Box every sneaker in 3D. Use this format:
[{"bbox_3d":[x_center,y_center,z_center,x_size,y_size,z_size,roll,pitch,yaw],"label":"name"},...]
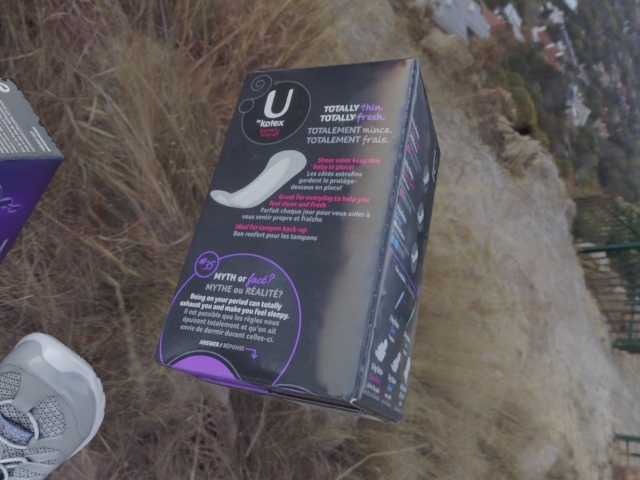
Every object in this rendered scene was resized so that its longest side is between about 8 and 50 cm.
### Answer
[{"bbox_3d":[-0.291,0.203,0.459,0.105,0.281,0.115,35,23,-2],"label":"sneaker"}]

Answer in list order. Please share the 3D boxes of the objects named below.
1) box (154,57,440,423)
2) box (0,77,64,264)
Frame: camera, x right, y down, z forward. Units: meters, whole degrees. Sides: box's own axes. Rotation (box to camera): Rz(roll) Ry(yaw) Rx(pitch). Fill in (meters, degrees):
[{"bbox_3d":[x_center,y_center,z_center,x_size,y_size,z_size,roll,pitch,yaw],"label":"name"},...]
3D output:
[{"bbox_3d":[0.000,0.000,0.442,0.143,0.165,0.271,50,49,-59],"label":"box"},{"bbox_3d":[-0.372,-0.016,0.431,0.103,0.261,0.184,54,31,11],"label":"box"}]
